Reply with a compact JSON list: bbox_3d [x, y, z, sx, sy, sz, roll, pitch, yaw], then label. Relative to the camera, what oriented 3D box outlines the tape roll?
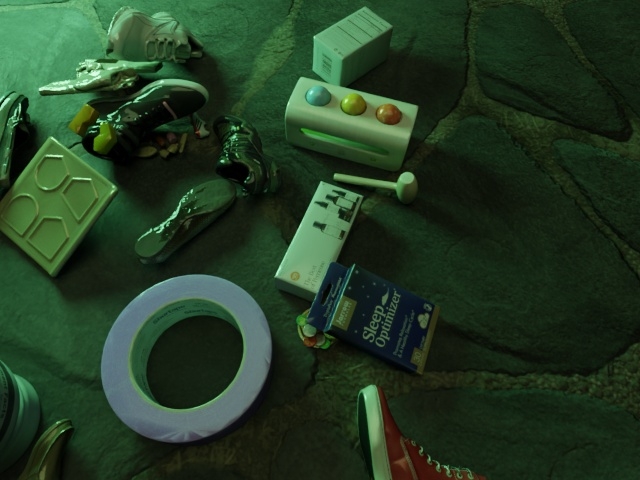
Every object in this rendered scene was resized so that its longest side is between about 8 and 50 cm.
[{"bbox_3d":[-0.218,0.201,0.781,0.275,0.090,0.274,1,61,-1],"label":"tape roll"}]

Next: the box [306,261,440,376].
[{"bbox_3d":[0.099,0.136,0.827,0.225,0.036,0.136,26,64,-5],"label":"box"}]

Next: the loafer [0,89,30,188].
[{"bbox_3d":[-0.672,-0.213,0.983,0.084,0.096,0.267,12,54,-17],"label":"loafer"}]

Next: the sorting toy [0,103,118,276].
[{"bbox_3d":[-0.503,-0.109,0.912,0.229,0.041,0.307,35,88,18],"label":"sorting toy"}]

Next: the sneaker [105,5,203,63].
[{"bbox_3d":[-0.381,-0.470,1.068,0.129,0.111,0.297,29,35,2],"label":"sneaker"}]

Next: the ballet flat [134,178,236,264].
[{"bbox_3d":[-0.268,-0.037,0.929,0.084,0.058,0.250,32,60,19],"label":"ballet flat"}]

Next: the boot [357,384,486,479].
[{"bbox_3d":[0.161,0.343,0.726,0.176,0.088,0.244,-11,71,-8],"label":"boot"}]

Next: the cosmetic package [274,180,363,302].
[{"bbox_3d":[0.000,0.000,0.912,0.099,0.060,0.239,19,63,9],"label":"cosmetic package"}]

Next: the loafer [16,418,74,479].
[{"bbox_3d":[-0.428,0.355,0.711,0.050,0.056,0.148,23,73,9],"label":"loafer"}]

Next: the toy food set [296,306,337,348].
[{"bbox_3d":[-0.002,0.162,0.848,0.082,0.020,0.083,-30,68,-17],"label":"toy food set"}]

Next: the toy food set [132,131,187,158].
[{"bbox_3d":[-0.364,-0.216,1.036,0.122,0.019,0.078,1,61,7],"label":"toy food set"}]

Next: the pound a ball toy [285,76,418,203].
[{"bbox_3d":[0.080,-0.230,0.995,0.319,0.136,0.208,17,62,7],"label":"pound a ball toy"}]

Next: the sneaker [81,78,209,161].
[{"bbox_3d":[-0.384,-0.252,0.991,0.296,0.104,0.147,-10,60,8],"label":"sneaker"}]

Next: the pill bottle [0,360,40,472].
[{"bbox_3d":[-0.547,0.225,0.598,0.204,0.361,0.204,1,62,-2],"label":"pill bottle"}]

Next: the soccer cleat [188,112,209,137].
[{"bbox_3d":[-0.285,-0.275,1.065,0.036,0.029,0.083,-16,67,-20],"label":"soccer cleat"}]

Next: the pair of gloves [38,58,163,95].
[{"bbox_3d":[-0.497,-0.385,1.045,0.204,0.042,0.240,0,34,8],"label":"pair of gloves"}]

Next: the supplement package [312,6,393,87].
[{"bbox_3d":[0.079,-0.482,1.145,0.179,0.105,0.105,-38,70,-20],"label":"supplement package"}]

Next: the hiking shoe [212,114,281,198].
[{"bbox_3d":[-0.181,-0.187,0.972,0.114,0.086,0.227,-21,62,-41],"label":"hiking shoe"}]
